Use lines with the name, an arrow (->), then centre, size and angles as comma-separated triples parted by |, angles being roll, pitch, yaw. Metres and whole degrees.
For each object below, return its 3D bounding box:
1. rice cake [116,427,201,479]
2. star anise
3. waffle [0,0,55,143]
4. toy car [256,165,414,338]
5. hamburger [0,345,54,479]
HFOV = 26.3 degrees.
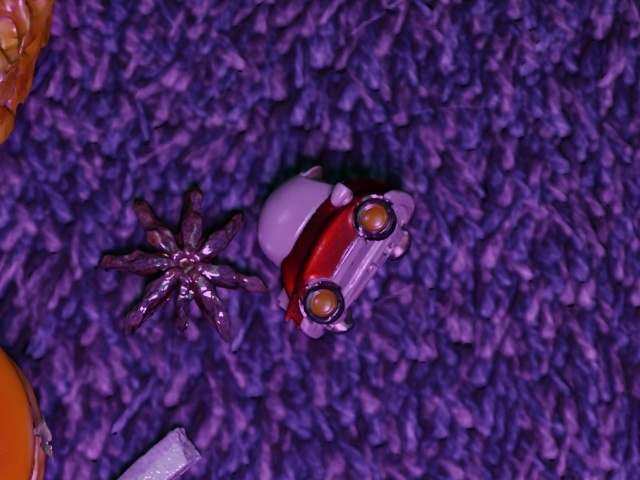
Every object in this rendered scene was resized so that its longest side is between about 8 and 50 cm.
rice cake -> -0.164, 0.214, 1.078 | 0.171, 0.029, 0.033 | -42, 81, -14
star anise -> -0.111, 0.018, 1.114 | 0.141, 0.042, 0.141 | 2, 78, -8
waffle -> -0.338, -0.199, 1.073 | 0.261, 0.151, 0.324 | 23, 79, 0
toy car -> 0.000, 0.000, 1.107 | 0.112, 0.112, 0.139 | 34, 86, 15
hamburger -> -0.315, 0.156, 0.996 | 0.246, 0.170, 0.246 | 2, 77, -7
